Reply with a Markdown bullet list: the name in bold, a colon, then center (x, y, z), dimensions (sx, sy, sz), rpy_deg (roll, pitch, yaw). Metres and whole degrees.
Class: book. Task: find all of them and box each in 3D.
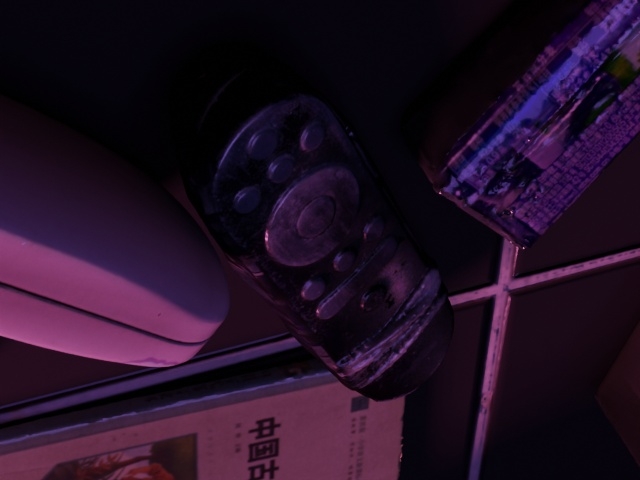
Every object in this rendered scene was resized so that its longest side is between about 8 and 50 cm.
- **book**: center (-0.084, 0.168, 0.877), dimensions (0.282, 0.025, 0.215), rpy_deg (-11, 130, -17)

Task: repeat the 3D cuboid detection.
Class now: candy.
- **candy**: center (0.176, -0.132, 0.728), dimensions (0.312, 0.061, 0.088), rpy_deg (-46, 133, 13)

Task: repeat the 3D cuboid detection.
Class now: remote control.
- **remote control**: center (0.000, 0.000, 0.752), dimensions (0.090, 0.066, 0.266), rpy_deg (-40, 140, -4)

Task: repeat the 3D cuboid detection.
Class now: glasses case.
- **glasses case**: center (-0.161, -0.022, 0.606), dimensions (0.297, 0.113, 0.075), rpy_deg (25, 115, -40)

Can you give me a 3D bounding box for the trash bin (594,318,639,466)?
- **trash bin**: center (0.311, 0.047, 0.907), dimensions (0.164, 0.122, 0.240), rpy_deg (9, 121, -25)
